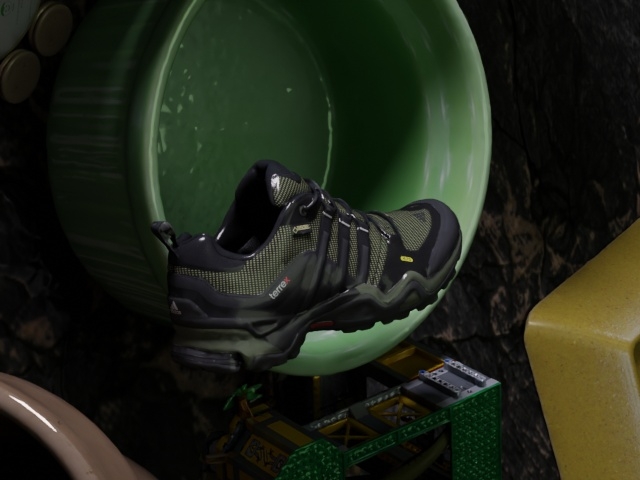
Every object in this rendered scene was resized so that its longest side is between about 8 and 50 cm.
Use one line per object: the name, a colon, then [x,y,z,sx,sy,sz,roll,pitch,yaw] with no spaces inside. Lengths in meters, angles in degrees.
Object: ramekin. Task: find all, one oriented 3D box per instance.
ramekin: [-0.039,-0.066,1.309,0.303,0.148,0.303,-5,98,-41]

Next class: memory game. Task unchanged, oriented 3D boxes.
memory game: [-0.208,-0.154,1.192,0.186,0.012,0.186,-43,146,-38]

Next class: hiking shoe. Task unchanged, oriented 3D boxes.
hiking shoe: [0.000,0.000,1.193,0.227,0.086,0.114,-24,113,-36]

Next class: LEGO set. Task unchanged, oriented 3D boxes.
LEGO set: [-0.005,0.206,1.386,0.255,0.192,0.331,-29,124,-30]

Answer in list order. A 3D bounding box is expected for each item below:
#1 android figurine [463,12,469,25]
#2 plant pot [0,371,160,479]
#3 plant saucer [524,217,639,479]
android figurine: [0.025,-0.190,1.523,0.273,0.056,0.248,-25,106,-51]
plant pot: [-0.181,0.202,1.099,0.229,0.263,0.263,15,74,-71]
plant saucer: [0.345,0.162,1.884,0.333,0.081,0.332,-34,113,-49]
